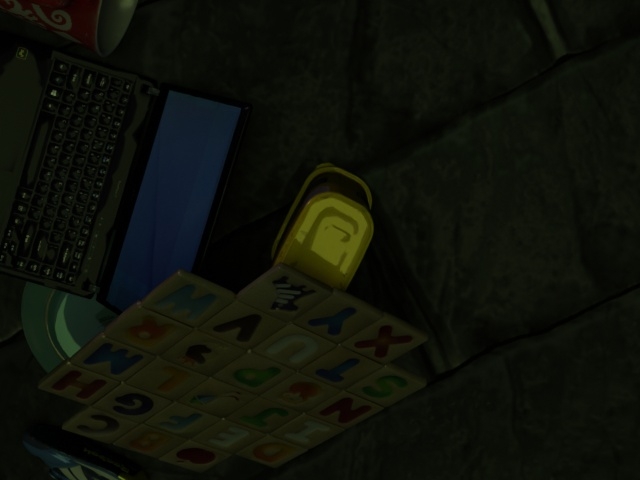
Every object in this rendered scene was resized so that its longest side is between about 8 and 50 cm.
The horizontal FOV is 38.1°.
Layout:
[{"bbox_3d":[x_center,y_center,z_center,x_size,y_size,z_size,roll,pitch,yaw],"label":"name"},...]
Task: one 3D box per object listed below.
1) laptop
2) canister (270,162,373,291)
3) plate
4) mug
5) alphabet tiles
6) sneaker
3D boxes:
[{"bbox_3d":[-0.224,-0.054,0.869,0.264,0.136,0.234,17,93,-7],"label":"laptop"},{"bbox_3d":[0.000,0.000,0.875,0.073,0.170,0.126,27,101,-5],"label":"canister"},{"bbox_3d":[-0.222,0.082,0.968,0.188,0.024,0.188,0,101,0],"label":"plate"},{"bbox_3d":[-0.262,-0.256,0.842,0.169,0.150,0.113,21,83,1],"label":"mug"},{"bbox_3d":[-0.080,0.135,0.869,0.285,0.011,0.342,28,133,-33],"label":"alphabet tiles"},{"bbox_3d":[-0.258,0.247,0.987,0.144,0.053,0.059,31,102,-4],"label":"sneaker"}]
